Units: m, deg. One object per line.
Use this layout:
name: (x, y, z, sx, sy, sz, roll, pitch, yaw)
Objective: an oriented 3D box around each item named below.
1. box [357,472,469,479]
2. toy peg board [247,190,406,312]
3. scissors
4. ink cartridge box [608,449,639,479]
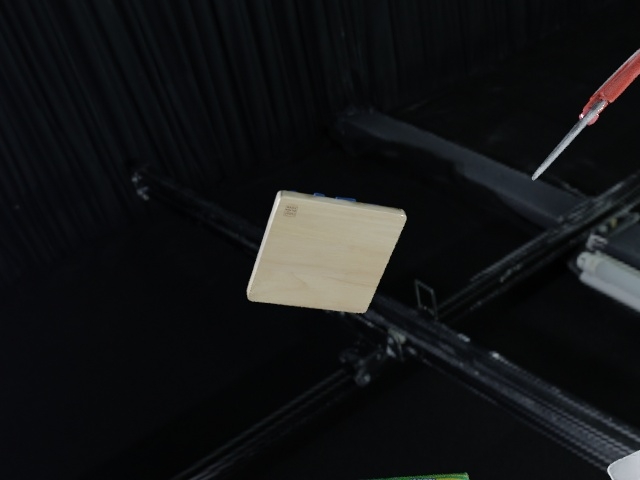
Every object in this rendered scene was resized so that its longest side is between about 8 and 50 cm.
box: (0.128, 0.358, 1.005, 0.179, 0.105, 0.043, 1, -140, -8)
toy peg board: (0.000, 0.000, 0.953, 0.161, 0.161, 0.079, 8, -145, -18)
scissors: (0.278, -0.129, 0.773, 0.021, 0.109, 0.297, 45, -114, 2)
ink cartridge box: (0.678, 0.385, 1.211, 0.353, 0.119, 0.207, -27, -100, 3)
